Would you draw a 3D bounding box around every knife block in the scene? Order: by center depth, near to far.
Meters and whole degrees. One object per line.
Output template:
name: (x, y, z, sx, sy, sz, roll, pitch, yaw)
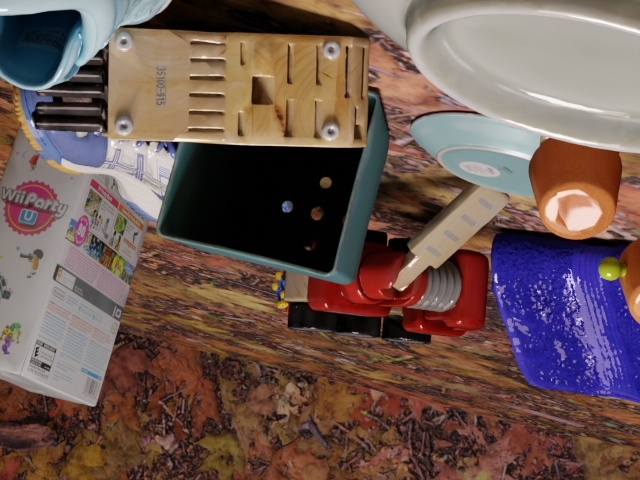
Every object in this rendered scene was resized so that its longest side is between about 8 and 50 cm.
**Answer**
knife block: (-0.108, -0.129, 1.226, 0.276, 0.088, 0.242, 1, -174, -5)

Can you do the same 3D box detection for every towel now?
towel: (0.337, 0.101, 1.564, 0.308, 0.076, 0.227, 5, 136, 38)

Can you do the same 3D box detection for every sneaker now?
sneaker: (-0.179, -0.169, 0.950, 0.135, 0.150, 0.366, 17, 178, 6)
sneaker: (-0.180, -0.112, 1.459, 0.131, 0.111, 0.296, -11, 158, 27)

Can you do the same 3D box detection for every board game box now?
board game box: (-0.283, 0.012, 1.609, 0.098, 0.303, 0.224, 13, 167, 14)

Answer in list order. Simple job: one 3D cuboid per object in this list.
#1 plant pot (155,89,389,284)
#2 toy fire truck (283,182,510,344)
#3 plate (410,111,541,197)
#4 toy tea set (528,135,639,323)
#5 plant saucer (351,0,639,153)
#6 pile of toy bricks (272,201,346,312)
plant pot: (-0.025, -0.048, 1.373, 0.166, 0.165, 0.234, 13, 174, 13)
toy fire truck: (0.112, 0.025, 1.533, 0.217, 0.158, 0.246, 11, 171, -40)
plate: (0.170, -0.070, 1.321, 0.188, 0.024, 0.188, 14, 169, 3)
toy tea set: (0.321, -0.010, 1.205, 0.200, 0.124, 0.336, -33, 119, 30)
plant saucer: (0.165, -0.133, 0.856, 0.401, 0.100, 0.400, 15, 169, 3)
pile of toy bricks: (0.000, 0.000, 1.737, 0.105, 0.118, 0.212, -10, 157, -15)
